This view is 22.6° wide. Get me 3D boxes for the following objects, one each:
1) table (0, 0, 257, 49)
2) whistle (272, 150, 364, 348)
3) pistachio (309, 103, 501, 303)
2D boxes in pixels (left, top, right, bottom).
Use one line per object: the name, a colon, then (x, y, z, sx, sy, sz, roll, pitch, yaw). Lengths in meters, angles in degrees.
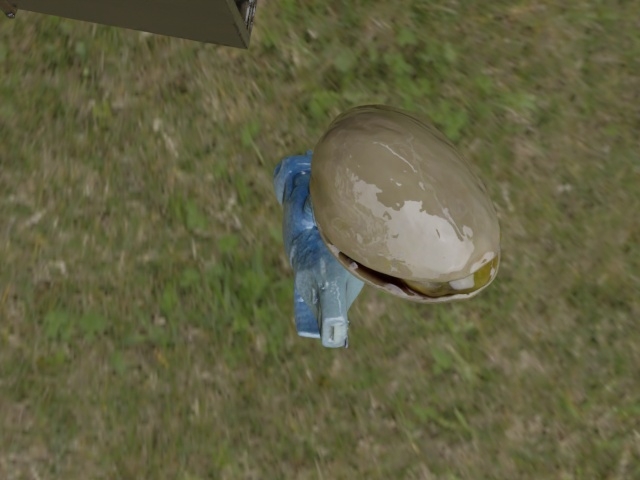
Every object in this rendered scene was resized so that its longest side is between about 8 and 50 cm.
table: (-0.137, -0.247, 1.155, 0.193, 0.172, 0.169, 9, 82, 6)
whistle: (0.000, 0.000, 1.681, 0.093, 0.269, 0.180, 2, 133, -7)
pistachio: (0.052, -0.022, 1.025, 0.149, 0.113, 0.113, 41, 96, 14)
